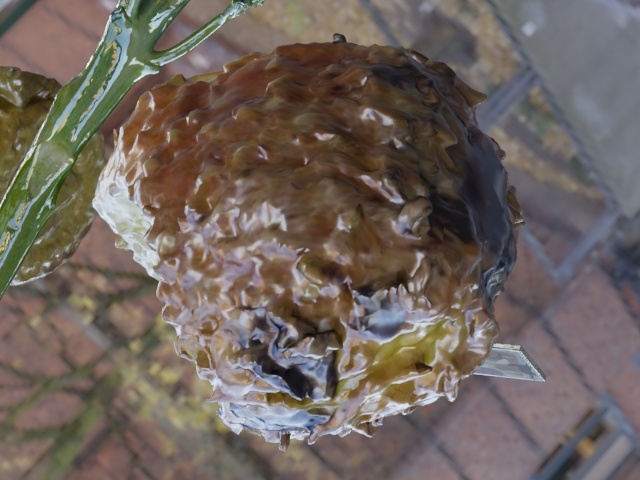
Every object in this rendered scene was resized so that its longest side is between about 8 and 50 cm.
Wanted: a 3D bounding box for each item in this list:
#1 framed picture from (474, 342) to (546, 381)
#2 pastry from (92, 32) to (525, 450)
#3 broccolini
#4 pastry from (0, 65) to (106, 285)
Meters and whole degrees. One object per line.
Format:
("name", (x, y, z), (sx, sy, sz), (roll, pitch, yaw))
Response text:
("framed picture", (0.170, 0.145, 2.085), (0.201, 0.010, 0.136), (4, 162, 22))
("pastry", (0.009, -0.011, 1.407), (0.405, 0.337, 0.292), (51, 165, 56))
("broccolini", (-0.103, -0.073, 0.932), (0.074, 0.392, 0.079), (39, -167, 32))
("pastry", (-0.346, -0.077, 1.801), (0.132, 0.235, 0.240), (19, -167, 29))
